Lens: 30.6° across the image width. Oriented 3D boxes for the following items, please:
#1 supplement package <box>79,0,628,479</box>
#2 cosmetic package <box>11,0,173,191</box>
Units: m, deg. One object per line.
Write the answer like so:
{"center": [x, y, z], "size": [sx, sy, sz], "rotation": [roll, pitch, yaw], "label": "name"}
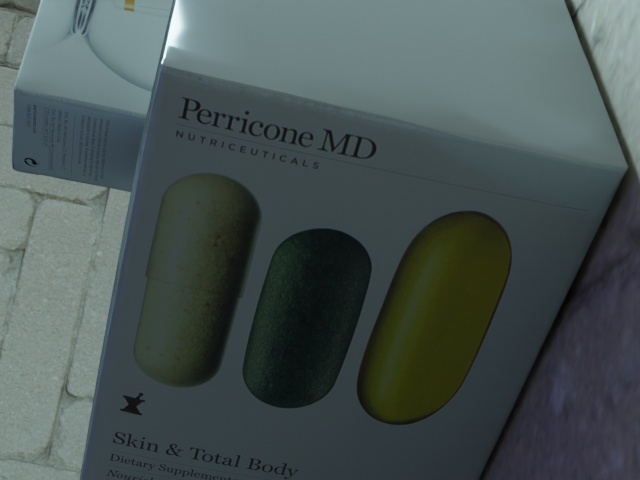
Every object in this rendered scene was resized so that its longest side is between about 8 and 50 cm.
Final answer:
{"center": [0.000, -0.004, 0.609], "size": [0.198, 0.199, 0.262], "rotation": [-90, 14, -53], "label": "supplement package"}
{"center": [-0.033, -0.194, 0.830], "size": [0.097, 0.285, 0.377], "rotation": [116, 163, -56], "label": "cosmetic package"}
